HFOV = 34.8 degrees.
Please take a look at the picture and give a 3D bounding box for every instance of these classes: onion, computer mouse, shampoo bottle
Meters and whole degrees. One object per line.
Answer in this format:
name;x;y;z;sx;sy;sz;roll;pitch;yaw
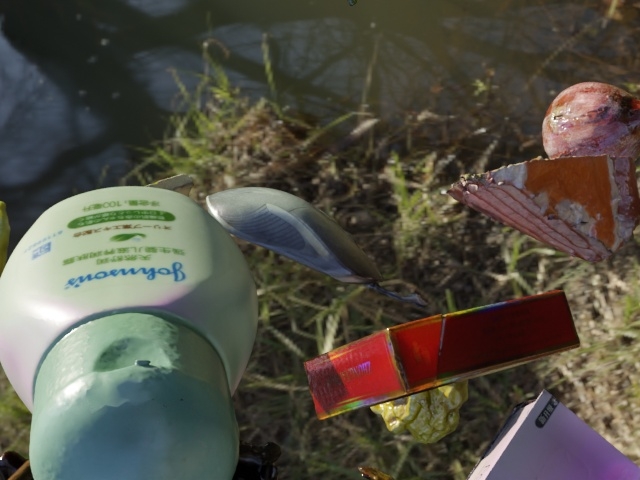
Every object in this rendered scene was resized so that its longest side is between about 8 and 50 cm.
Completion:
onion;0.444;-0.176;1.582;0.195;0.159;0.159;-17;82;45
computer mouse;0.000;0.000;1.553;0.379;0.167;0.090;26;96;8
shampoo bottle;-0.151;0.089;0.811;0.349;0.222;0.151;-112;22;-60

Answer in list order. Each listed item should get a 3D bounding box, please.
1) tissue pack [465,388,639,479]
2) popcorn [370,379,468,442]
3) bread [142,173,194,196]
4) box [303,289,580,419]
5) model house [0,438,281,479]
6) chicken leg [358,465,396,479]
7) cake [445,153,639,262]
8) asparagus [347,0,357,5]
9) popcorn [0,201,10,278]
tissue pack;0.225;0.308;1.113;0.148;0.246;0.092;39;155;3
popcorn;0.182;0.264;1.844;0.197;0.156;0.197;-164;90;-72
bread;-0.248;-0.049;1.417;0.028;0.154;0.068;54;142;17
box;0.161;0.149;1.350;0.197;0.313;0.089;-28;75;52
model house;-0.145;0.256;0.914;0.297;0.282;0.317;51;133;6
chicken leg;0.057;0.393;1.330;0.361;0.140;0.211;-153;69;-75
cake;0.278;-0.043;1.238;0.098;0.287;0.135;2;89;60
asparagus;0.010;-0.372;1.328;0.016;0.163;0.016;-33;41;1
popcorn;-0.460;0.058;1.075;0.276;0.225;0.276;-29;55;51
